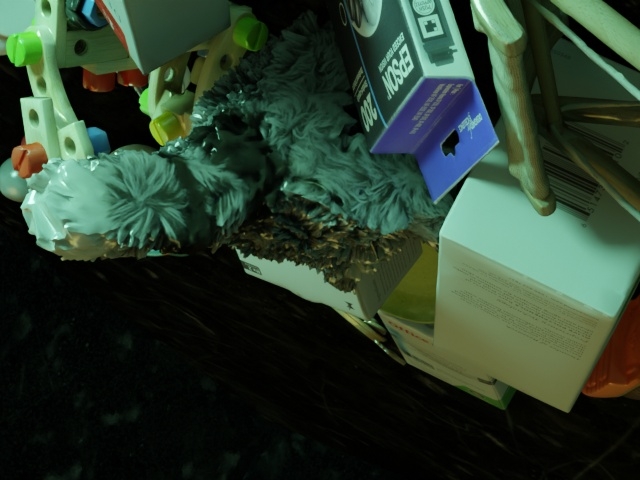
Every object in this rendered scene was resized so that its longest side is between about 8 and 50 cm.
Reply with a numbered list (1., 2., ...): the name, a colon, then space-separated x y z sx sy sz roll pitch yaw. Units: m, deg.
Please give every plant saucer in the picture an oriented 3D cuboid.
1. plant saucer: 0.070 0.004 1.810 0.241 0.037 0.241 30 153 17

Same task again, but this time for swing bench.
1. swing bench: 0.208 -0.106 0.966 0.255 0.165 0.253 24 166 23

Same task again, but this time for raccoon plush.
1. raccoon plush: -0.079 -0.051 1.353 0.446 0.216 0.299 -3 161 -25

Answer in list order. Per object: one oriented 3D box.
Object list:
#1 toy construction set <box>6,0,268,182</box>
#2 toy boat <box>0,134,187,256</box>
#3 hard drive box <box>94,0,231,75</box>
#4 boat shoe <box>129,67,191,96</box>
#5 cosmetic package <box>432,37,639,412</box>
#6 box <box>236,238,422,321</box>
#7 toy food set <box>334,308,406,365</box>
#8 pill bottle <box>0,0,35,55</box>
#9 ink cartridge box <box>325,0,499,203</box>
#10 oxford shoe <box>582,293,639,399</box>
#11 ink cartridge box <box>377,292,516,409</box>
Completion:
1. toy construction set: -0.172 -0.149 1.380 0.151 0.215 0.328 21 -151 27
2. toy boat: -0.304 -0.065 2.181 0.318 0.148 0.267 28 166 7
3. hard drive box: -0.155 -0.261 1.158 0.181 0.089 0.232 56 171 16
4. boat shoe: -0.196 -0.198 1.668 0.066 0.063 0.184 27 166 14
5. cosmetic package: 0.203 0.001 1.292 0.155 0.197 0.365 26 167 12
6. box: -0.005 -0.031 1.672 0.181 0.119 0.182 20 147 32
7. toy food set: 0.045 0.088 2.014 0.192 0.038 0.132 40 180 21
8. pill bottle: -0.384 -0.266 1.697 0.117 0.117 0.215 38 164 -31
9. ink cartridge box: 0.060 -0.139 1.140 0.206 0.045 0.208 125 127 -76
10. oxford shoe: 0.380 0.101 1.508 0.133 0.130 0.364 10 172 -11
11. ink cartridge box: 0.179 0.123 1.979 0.160 0.092 0.219 25 166 22
